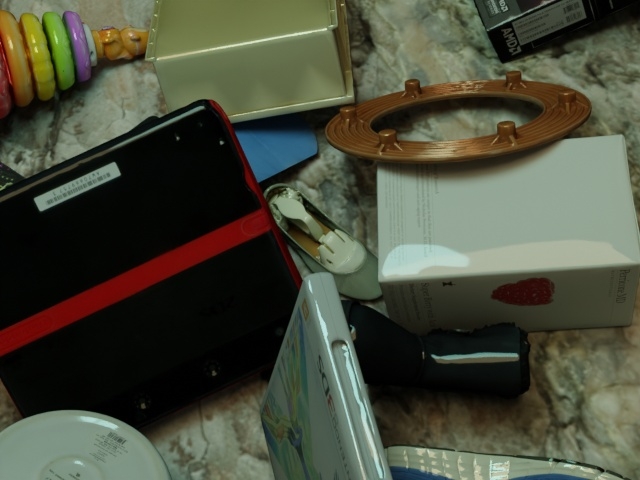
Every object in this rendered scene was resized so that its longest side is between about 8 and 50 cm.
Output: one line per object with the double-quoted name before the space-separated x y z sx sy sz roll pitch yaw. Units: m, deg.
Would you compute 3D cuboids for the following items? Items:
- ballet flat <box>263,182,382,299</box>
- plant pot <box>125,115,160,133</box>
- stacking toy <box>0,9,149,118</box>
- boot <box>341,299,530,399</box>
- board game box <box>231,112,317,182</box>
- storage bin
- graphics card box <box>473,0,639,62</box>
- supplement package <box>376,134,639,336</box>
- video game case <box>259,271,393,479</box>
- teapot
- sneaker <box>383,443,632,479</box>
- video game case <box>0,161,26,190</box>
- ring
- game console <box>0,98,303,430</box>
"ballet flat" 0.000 0.000 1.411 0.072 0.068 0.213 -44 63 -13
"plant pot" -0.212 -0.048 1.423 0.188 0.167 0.187 -38 61 -9
"stacking toy" -0.393 -0.278 1.601 0.301 0.175 0.166 -14 97 -17
"boot" 0.131 0.124 1.222 0.207 0.246 0.094 0 76 14
"board game box" -0.091 -0.131 1.508 0.168 0.033 0.133 -29 62 -33
"storage bin" -0.097 -0.295 1.527 0.262 0.123 0.260 -9 42 6
"graphics card box" 0.378 -0.427 1.514 0.370 0.094 0.233 -22 60 15
"supplement package" 0.222 0.001 1.304 0.292 0.177 0.175 -5 61 9
"video game case" 0.003 0.243 1.136 0.036 0.329 0.300 -6 59 -16
"teapot" -0.292 0.330 1.229 0.252 0.187 0.256 -2 41 -21
"sneaker" 0.216 0.310 1.186 0.330 0.130 0.147 2 77 15
"video game case" -0.474 0.010 1.513 0.210 0.042 0.232 31 71 24
"ring" 0.170 -0.165 1.371 0.336 0.032 0.336 -7 22 3
"game console" -0.230 0.056 1.311 0.386 0.060 0.342 -25 103 -4
